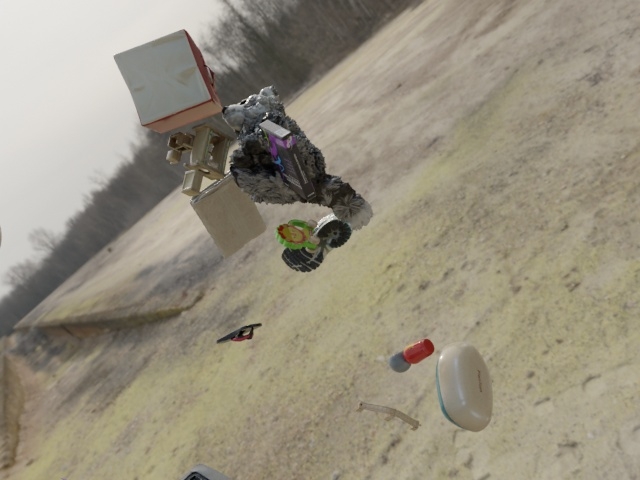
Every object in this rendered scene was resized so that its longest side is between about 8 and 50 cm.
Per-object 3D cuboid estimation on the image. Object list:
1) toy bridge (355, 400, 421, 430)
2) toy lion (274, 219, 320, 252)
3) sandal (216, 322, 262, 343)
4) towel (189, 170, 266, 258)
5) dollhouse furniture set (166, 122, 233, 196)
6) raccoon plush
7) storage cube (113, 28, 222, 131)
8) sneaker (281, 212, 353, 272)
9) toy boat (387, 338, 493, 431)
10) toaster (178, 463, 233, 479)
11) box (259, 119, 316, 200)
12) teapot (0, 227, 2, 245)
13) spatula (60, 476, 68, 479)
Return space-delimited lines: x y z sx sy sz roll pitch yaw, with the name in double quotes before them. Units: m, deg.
"toy bridge" 0.196 0.490 1.515 0.063 0.188 0.026 114 174 -57
"toy lion" -0.053 -0.014 1.169 0.100 0.096 0.034 -97 25 -54
"sandal" -0.245 0.296 1.657 0.179 0.040 0.067 -29 -21 26
"towel" -0.301 -0.084 1.784 0.187 0.282 0.049 -37 45 -16
"dollhouse furniture set" -0.321 -0.183 1.381 0.161 0.101 0.182 -5 69 40
"raccoon plush" -0.072 -0.211 1.445 0.216 0.446 0.299 -37 26 22
"storage cube" -0.377 -0.397 1.369 0.215 0.183 0.193 -20 7 0
"sneaker" 0.000 0.000 1.670 0.283 0.110 0.122 -31 17 32
"toy boat" 0.346 0.381 1.523 0.148 0.318 0.267 -40 24 39
"toaster" -0.249 0.599 1.167 0.168 0.110 0.186 18 30 30
"box" -0.071 -0.173 1.168 0.029 0.162 0.116 -34 37 -14
"teapot" -0.854 0.009 1.247 0.256 0.252 0.187 -29 -21 -19
"spatula" -0.522 0.673 1.310 0.030 0.296 0.084 -43 5 -33
